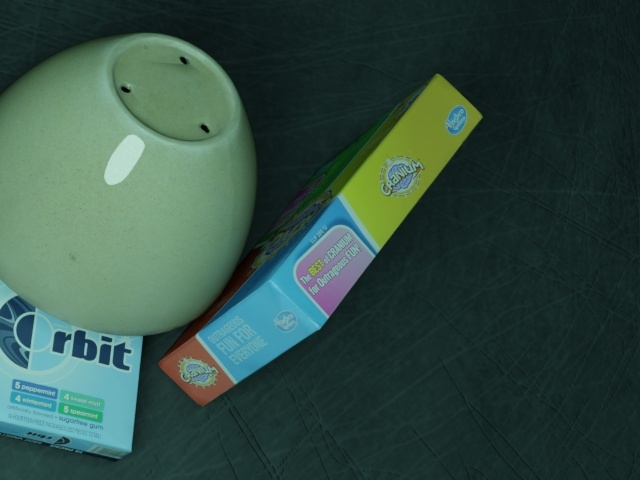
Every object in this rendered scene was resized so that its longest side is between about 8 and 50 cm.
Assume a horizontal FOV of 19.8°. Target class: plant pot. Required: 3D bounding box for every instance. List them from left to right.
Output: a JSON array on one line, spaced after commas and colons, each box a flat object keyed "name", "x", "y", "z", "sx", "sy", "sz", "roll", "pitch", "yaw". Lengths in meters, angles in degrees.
[{"name": "plant pot", "x": -0.172, "y": -0.082, "z": 1.688, "sx": 0.284, "sy": 0.191, "sz": 0.284, "roll": 17, "pitch": 48, "yaw": -19}]

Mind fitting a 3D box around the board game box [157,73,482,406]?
[{"name": "board game box", "x": 0.000, "y": 0.000, "z": 1.769, "sx": 0.064, "sy": 0.242, "sz": 0.316, "roll": 44, "pitch": 53, "yaw": -7}]

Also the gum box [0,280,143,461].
[{"name": "gum box", "x": -0.243, "y": 0.098, "z": 1.698, "sx": 0.157, "sy": 0.041, "sz": 0.184, "roll": 17, "pitch": 61, "yaw": -25}]
